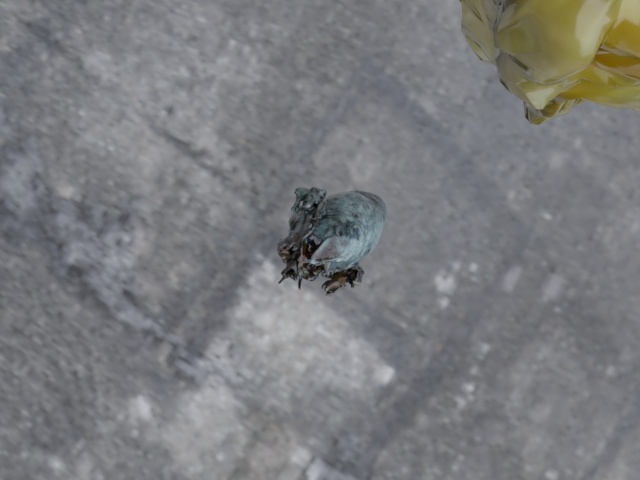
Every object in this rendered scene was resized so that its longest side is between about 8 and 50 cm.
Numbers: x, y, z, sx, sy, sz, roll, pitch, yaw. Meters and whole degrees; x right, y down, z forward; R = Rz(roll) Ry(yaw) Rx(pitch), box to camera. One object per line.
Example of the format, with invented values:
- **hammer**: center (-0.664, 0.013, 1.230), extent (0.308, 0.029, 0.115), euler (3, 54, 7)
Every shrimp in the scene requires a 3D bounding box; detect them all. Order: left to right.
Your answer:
- **shrimp**: center (0.000, 0.000, 1.358), extent (0.090, 0.079, 0.233), euler (63, 20, -5)

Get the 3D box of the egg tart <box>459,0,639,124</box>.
- **egg tart**: center (0.237, -0.123, 0.390), extent (0.443, 0.178, 0.443), euler (-30, 170, -6)
